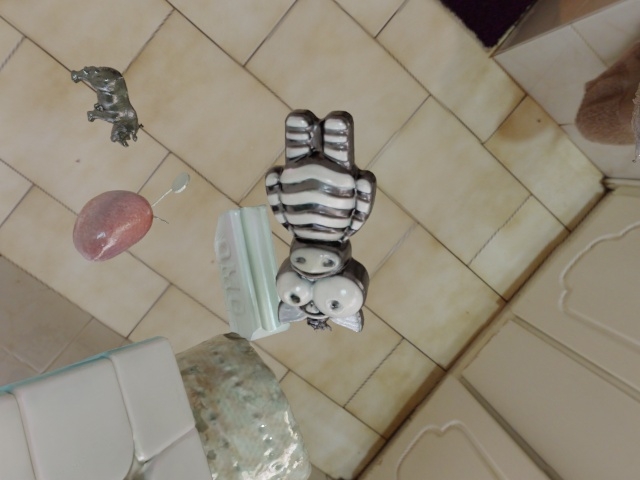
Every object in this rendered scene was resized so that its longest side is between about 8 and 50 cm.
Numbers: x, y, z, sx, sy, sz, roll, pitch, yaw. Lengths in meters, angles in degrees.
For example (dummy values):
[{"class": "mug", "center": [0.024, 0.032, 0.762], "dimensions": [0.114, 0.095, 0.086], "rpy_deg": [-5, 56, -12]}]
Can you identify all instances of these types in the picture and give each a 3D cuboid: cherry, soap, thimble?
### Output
[{"class": "cherry", "center": [-0.298, -0.027, 0.698], "dimensions": [0.106, 0.126, 0.087], "rpy_deg": [-25, 104, 10]}, {"class": "soap", "center": [-0.167, 0.075, 1.115], "dimensions": [0.095, 0.173, 0.290], "rpy_deg": [-11, 90, -30]}, {"class": "thimble", "center": [-0.160, 0.297, 0.776], "dimensions": [0.195, 0.291, 0.291], "rpy_deg": [-25, 104, -22]}]

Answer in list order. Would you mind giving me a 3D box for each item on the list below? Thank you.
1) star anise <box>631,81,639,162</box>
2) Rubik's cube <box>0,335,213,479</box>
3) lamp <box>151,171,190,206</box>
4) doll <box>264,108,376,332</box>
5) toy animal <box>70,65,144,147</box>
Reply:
[{"class": "star anise", "center": [0.311, -0.126, 0.427], "dimensions": [0.056, 0.129, 0.124], "rpy_deg": [23, 117, 18]}, {"class": "Rubik's cube", "center": [-0.264, 0.269, 0.360], "dimensions": [0.291, 0.290, 0.291], "rpy_deg": [-19, 85, 13]}, {"class": "lamp", "center": [-0.356, -0.081, 1.090], "dimensions": [0.198, 0.050, 0.056], "rpy_deg": [-33, 134, 17]}, {"class": "doll", "center": [0.000, 0.000, 0.414], "dimensions": [0.091, 0.067, 0.219], "rpy_deg": [5, 121, 10]}, {"class": "toy animal", "center": [-0.289, -0.182, 0.677], "dimensions": [0.065, 0.047, 0.136], "rpy_deg": [3, 139, 1]}]
